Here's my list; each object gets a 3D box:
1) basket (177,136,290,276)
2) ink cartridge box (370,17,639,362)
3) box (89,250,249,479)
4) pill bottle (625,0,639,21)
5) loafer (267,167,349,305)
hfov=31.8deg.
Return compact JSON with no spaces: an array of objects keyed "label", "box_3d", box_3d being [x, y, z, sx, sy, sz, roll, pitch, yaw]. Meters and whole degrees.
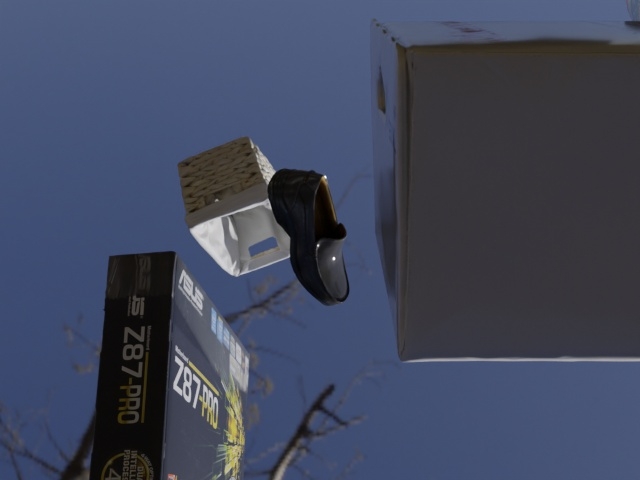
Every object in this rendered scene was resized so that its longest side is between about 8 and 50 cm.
[{"label":"basket","box_3d":[-0.099,-0.043,1.416,0.113,0.167,0.103,-20,-117,8]},{"label":"ink cartridge box","box_3d":[0.230,-0.045,0.670,0.394,0.166,0.285,0,-167,0]},{"label":"box","box_3d":[-0.180,0.235,1.427,0.097,0.395,0.318,-5,-116,8]},{"label":"pill bottle","box_3d":[0.309,-0.184,0.924,0.087,0.087,0.160,-5,-153,4]},{"label":"loafer","box_3d":[0.000,0.000,1.209,0.061,0.170,0.062,-2,-145,36]}]
